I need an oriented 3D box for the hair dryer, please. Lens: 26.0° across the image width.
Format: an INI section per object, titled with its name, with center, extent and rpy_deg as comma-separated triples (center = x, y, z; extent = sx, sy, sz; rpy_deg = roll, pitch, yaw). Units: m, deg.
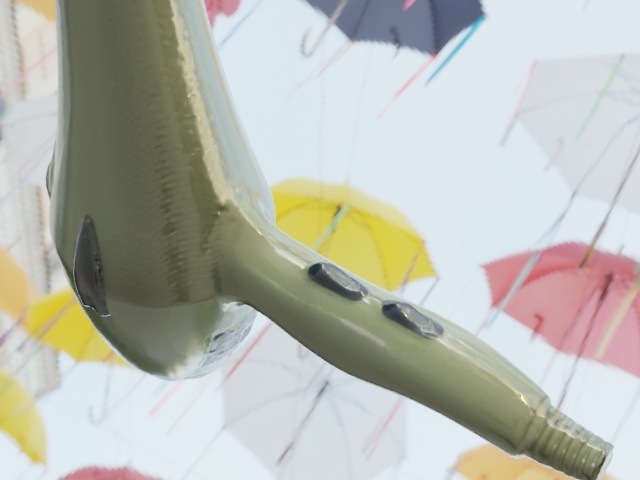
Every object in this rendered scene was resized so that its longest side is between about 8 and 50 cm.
[hair dryer]
center = -0.026, -0.031, 0.612
extent = 0.298, 0.119, 0.296
rpy_deg = 12, -41, 37
